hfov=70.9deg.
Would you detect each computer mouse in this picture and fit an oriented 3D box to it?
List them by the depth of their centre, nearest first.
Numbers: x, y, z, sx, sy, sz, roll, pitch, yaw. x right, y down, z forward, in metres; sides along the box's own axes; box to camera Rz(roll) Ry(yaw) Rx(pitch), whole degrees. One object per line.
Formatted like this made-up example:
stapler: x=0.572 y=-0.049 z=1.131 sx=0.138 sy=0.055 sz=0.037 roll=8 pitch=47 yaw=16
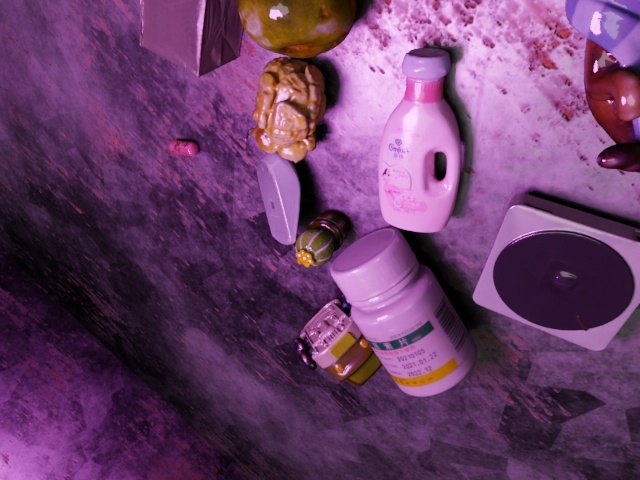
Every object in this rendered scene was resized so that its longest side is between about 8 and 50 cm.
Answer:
computer mouse: x=-0.088 y=-0.101 z=1.061 sx=0.128 sy=0.079 sz=0.231 roll=24 pitch=126 yaw=61

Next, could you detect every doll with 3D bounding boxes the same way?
doll: x=0.385 y=-0.266 z=0.477 sx=0.209 sy=0.318 sz=0.340 roll=19 pitch=146 yaw=48

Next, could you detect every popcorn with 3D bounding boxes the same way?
popcorn: x=-0.071 y=-0.265 z=0.910 sx=0.195 sy=0.173 sz=0.168 roll=111 pitch=145 yaw=-69

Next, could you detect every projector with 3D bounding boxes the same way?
projector: x=0.449 y=0.060 z=0.842 sx=0.257 sy=0.079 sz=0.259 roll=22 pitch=132 yaw=20

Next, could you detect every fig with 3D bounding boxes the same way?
fig: x=-0.044 y=-0.452 z=0.733 sx=0.206 sy=0.206 sz=0.275 roll=1 pitch=101 yaw=34

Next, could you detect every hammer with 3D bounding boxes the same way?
hammer: x=-0.363 y=-0.247 z=1.197 sx=0.083 sy=0.043 sz=0.043 roll=13 pitch=129 yaw=29

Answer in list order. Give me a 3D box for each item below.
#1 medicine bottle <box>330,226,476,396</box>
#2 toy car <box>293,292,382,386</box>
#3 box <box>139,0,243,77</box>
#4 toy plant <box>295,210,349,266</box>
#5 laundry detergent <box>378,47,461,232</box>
medicine bottle: x=0.182 y=0.157 z=1.008 sx=0.208 sy=0.208 sz=0.340 roll=-21 pitch=109 yaw=42
toy car: x=0.068 y=0.278 z=1.167 sx=0.198 sy=0.204 sz=0.248 roll=46 pitch=175 yaw=-12
box: x=-0.238 y=-0.470 z=0.862 sx=0.148 sy=0.155 sz=0.231 roll=31 pitch=133 yaw=7
toy plant: x=0.000 y=0.000 z=1.046 sx=0.092 sy=0.162 sz=0.093 roll=19 pitch=132 yaw=23
laundry detergent: x=0.186 y=-0.176 z=0.838 sx=0.159 sy=0.088 sz=0.335 roll=13 pitch=128 yaw=21
